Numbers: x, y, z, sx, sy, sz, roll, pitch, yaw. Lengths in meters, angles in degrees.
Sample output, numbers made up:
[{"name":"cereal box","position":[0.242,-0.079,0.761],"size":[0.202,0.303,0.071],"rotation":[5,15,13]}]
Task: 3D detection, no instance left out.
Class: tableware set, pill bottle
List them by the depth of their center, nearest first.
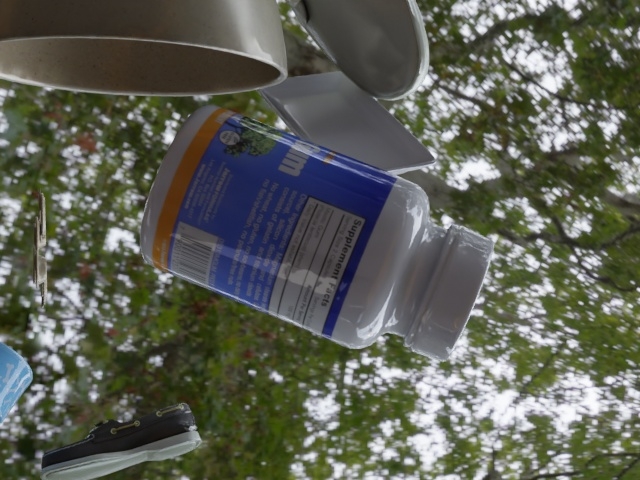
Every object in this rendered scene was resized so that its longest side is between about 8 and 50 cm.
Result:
[{"name":"pill bottle","position":[0.000,0.000,0.818],"size":[0.272,0.152,0.152],"rotation":[21,-89,5]},{"name":"tableware set","position":[-0.411,0.014,1.411],"size":[0.168,0.020,0.141],"rotation":[127,-41,-65]}]

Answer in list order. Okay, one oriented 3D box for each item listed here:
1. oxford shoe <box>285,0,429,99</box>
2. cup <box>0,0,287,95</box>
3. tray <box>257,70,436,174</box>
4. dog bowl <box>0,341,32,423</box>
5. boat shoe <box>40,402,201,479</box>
[{"name":"oxford shoe","position":[-0.017,-0.373,1.268],"size":[0.169,0.130,0.449],"rotation":[-28,-84,37]},{"name":"cup","position":[-0.196,-0.291,1.004],"size":[0.331,0.331,0.236],"rotation":[2,-90,32]},{"name":"tray","position":[0.025,-0.147,1.267],"size":[0.270,0.145,0.030],"rotation":[-127,-146,-47]},{"name":"dog bowl","position":[-0.530,0.160,1.252],"size":[0.166,0.297,0.074],"rotation":[-45,-155,47]},{"name":"boat shoe","position":[-0.288,0.287,1.377],"size":[0.081,0.228,0.068],"rotation":[120,-44,-55]}]
